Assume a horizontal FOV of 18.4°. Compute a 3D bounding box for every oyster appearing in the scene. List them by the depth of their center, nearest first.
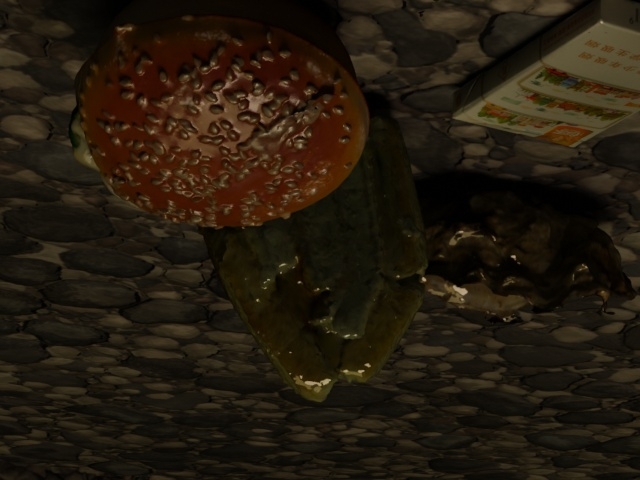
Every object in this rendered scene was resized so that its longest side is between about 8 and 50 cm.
[{"bbox_3d":[0.124,0.021,1.843,0.337,0.133,0.198,2,164,15],"label":"oyster"}]

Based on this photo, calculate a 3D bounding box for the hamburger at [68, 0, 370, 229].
[{"bbox_3d":[-0.073,-0.098,1.468,0.237,0.147,0.237,9,152,5],"label":"hamburger"}]

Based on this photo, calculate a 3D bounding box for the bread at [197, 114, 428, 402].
[{"bbox_3d":[0.000,0.000,1.631,0.186,0.257,0.124,-16,173,-7],"label":"bread"}]

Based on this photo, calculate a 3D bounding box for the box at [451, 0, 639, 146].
[{"bbox_3d":[0.207,-0.127,1.527,0.122,0.032,0.220,11,160,-23],"label":"box"}]
